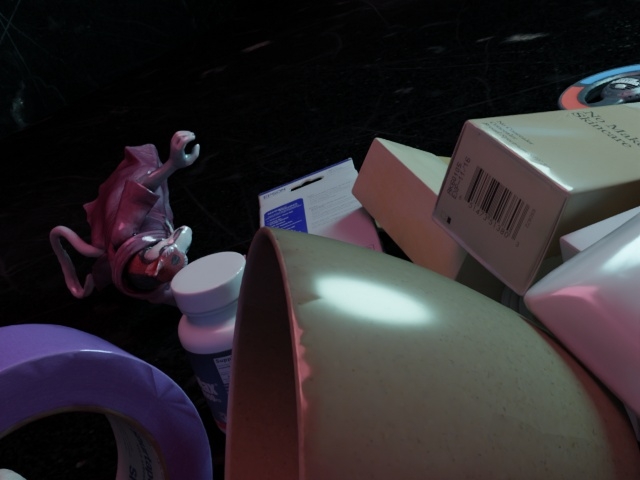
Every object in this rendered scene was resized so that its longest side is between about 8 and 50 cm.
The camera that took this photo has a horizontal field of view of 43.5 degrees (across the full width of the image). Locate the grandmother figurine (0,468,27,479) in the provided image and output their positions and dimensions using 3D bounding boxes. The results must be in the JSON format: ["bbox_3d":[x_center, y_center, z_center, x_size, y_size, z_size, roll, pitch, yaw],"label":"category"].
[{"bbox_3d":[-0.400,0.334,0.705,0.342,0.104,0.207,-37,40,-30],"label":"grandmother figurine"}]

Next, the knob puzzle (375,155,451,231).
[{"bbox_3d":[0.105,-0.071,1.248,0.213,0.030,0.213,-24,28,13],"label":"knob puzzle"}]

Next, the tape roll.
[{"bbox_3d":[-0.223,0.208,0.628,0.274,0.275,0.090,-35,30,-31],"label":"tape roll"}]

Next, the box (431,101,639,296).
[{"bbox_3d":[0.287,-0.055,0.846,0.311,0.121,0.148,-12,42,-36],"label":"box"}]

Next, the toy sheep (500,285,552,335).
[{"bbox_3d":[0.232,0.067,0.837,0.091,0.091,0.132,-22,-4,-7],"label":"toy sheep"}]

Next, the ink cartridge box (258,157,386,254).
[{"bbox_3d":[0.000,0.000,1.117,0.165,0.065,0.333,-21,29,7],"label":"ink cartridge box"}]

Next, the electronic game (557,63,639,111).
[{"bbox_3d":[0.506,-0.242,1.312,0.229,0.048,0.229,-15,26,7],"label":"electronic game"}]

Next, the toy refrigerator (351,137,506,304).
[{"bbox_3d":[0.143,-0.024,0.985,0.102,0.094,0.269,11,24,-29],"label":"toy refrigerator"}]

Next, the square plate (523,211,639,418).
[{"bbox_3d":[0.369,0.070,0.536,0.347,0.049,0.344,-30,64,-31],"label":"square plate"}]

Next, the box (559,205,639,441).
[{"bbox_3d":[0.297,0.063,0.694,0.130,0.171,0.091,-20,24,-7],"label":"box"}]

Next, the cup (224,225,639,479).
[{"bbox_3d":[0.068,0.160,0.544,0.236,0.331,0.331,2,23,-12],"label":"cup"}]

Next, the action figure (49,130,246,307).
[{"bbox_3d":[-0.266,-0.009,1.128,0.275,0.248,0.370,-23,23,-8],"label":"action figure"}]

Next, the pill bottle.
[{"bbox_3d":[-0.089,0.108,0.850,0.108,0.180,0.108,-15,25,7],"label":"pill bottle"}]
